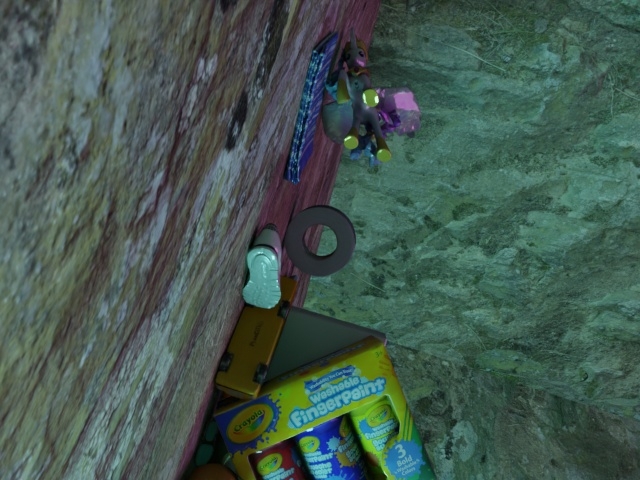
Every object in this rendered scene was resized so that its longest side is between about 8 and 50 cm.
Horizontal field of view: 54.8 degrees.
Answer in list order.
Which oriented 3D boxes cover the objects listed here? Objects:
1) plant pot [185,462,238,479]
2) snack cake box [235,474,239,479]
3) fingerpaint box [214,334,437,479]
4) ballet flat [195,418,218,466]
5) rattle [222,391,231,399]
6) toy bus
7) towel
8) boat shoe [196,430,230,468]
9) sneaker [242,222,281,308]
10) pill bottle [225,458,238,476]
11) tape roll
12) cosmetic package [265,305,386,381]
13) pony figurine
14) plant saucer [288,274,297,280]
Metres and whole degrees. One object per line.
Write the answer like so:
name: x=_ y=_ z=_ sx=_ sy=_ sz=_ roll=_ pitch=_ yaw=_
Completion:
plant pot: x=-0.250 y=0.617 z=1.398 sx=0.188 sy=0.205 sz=0.205 roll=-112 pitch=-143 yaw=-70
snack cake box: x=-0.298 y=0.725 z=1.587 sx=0.152 sy=0.089 sz=0.264 roll=-55 pitch=-179 yaw=14
fingerpaint box: x=0.011 y=0.497 z=1.537 sx=0.163 sy=0.444 sz=0.371 roll=167 pitch=-98 yaw=-83
ballet flat: x=-0.275 y=0.490 z=1.502 sx=0.041 sy=0.041 sz=0.115 roll=84 pitch=24 yaw=-82
rattle: x=-0.158 y=0.429 z=1.685 sx=0.143 sy=0.199 sz=0.130 roll=104 pitch=7 yaw=-56
toy bus: x=-0.156 y=0.234 z=1.536 sx=0.130 sy=0.108 sz=0.333 roll=106 pitch=3 yaw=-56
towel: x=-0.015 y=-0.327 z=1.525 sx=0.243 sy=0.040 sz=0.336 roll=-69 pitch=175 yaw=-60
boat shoe: x=-0.262 y=0.542 z=1.619 sx=0.224 sy=0.080 sz=0.073 roll=-59 pitch=-174 yaw=-18
sneaker: x=-0.125 y=0.067 z=1.419 sx=0.235 sy=0.090 sz=0.095 roll=106 pitch=-6 yaw=-47
pill bottle: x=-0.198 y=0.642 z=1.912 sx=0.408 sy=0.228 sz=0.229 roll=101 pitch=7 yaw=-62
tape roll: x=0.000 y=0.000 z=1.931 sx=0.072 sy=0.219 sz=0.219 roll=-52 pitch=159 yaw=-78
cosmetic package: x=-0.023 y=0.312 z=1.724 sx=0.156 sy=0.384 sz=0.217 roll=32 pitch=75 yaw=-87
pony figurine: x=0.129 y=-0.378 z=1.754 sx=0.364 sy=0.302 sz=0.351 roll=-89 pitch=164 yaw=-47
plant saucer: x=-0.156 y=0.277 z=2.343 sx=0.317 sy=0.043 sz=0.318 roll=18 pitch=90 yaw=-88
